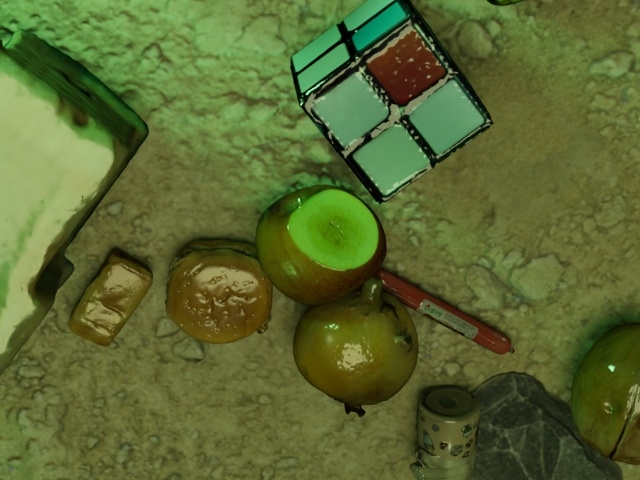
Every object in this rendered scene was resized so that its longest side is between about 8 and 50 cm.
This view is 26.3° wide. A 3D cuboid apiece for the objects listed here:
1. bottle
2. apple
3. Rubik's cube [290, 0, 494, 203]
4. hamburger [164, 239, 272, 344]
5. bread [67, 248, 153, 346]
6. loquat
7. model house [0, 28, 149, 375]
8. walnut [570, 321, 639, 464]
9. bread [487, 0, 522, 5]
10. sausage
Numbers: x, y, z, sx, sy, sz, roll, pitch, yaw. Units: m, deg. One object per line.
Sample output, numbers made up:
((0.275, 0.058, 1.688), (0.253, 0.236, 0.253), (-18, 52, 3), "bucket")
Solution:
((0.179, 0.295, 1.973), (0.099, 0.099, 0.152), (0, 118, -5), "bottle")
((-0.004, 0.004, 1.786), (0.146, 0.163, 0.147), (-44, 105, -34), "apple")
((0.083, -0.185, 1.706), (0.180, 0.167, 0.183), (-34, 114, 9), "Rubik's cube")
((-0.135, 0.071, 1.849), (0.147, 0.083, 0.138), (6, 118, -4), "hamburger")
((-0.284, 0.078, 1.853), (0.074, 0.053, 0.132), (33, 106, -18), "bread")
((0.051, 0.137, 1.854), (0.172, 0.149, 0.204), (10, 120, -14), "loquat")
((-0.422, -0.060, 1.646), (0.334, 0.342, 0.382), (39, 97, -11), "model house")
((0.437, 0.217, 1.925), (0.167, 0.167, 0.207), (9, 111, -9), "walnut")
((0.232, -0.363, 1.691), (0.130, 0.071, 0.139), (-26, 112, 3), "bread")
((0.170, 0.101, 1.915), (0.253, 0.034, 0.034), (28, 109, -16), "sausage")
